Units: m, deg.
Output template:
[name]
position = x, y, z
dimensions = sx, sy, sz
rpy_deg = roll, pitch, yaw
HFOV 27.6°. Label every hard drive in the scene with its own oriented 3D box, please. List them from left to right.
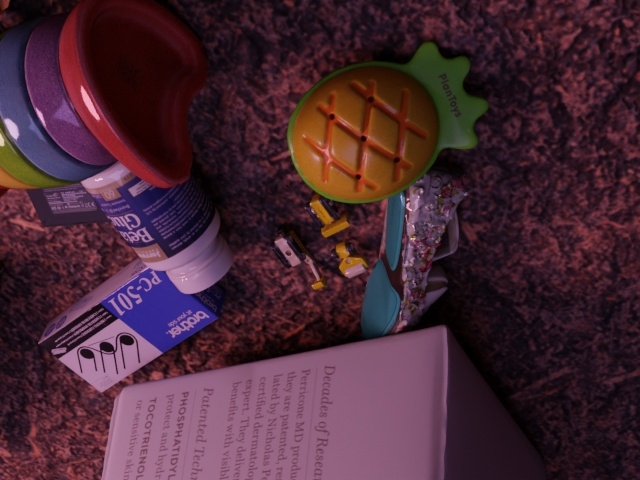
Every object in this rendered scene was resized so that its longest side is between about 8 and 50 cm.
[hard drive]
position = -0.266, -0.075, 1.342
dimensions = 0.094, 0.022, 0.135
rpy_deg = -4, 128, 17

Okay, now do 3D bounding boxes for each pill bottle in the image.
[pill bottle]
position = -0.159, -0.029, 1.307
dimensions = 0.094, 0.094, 0.169
rpy_deg = -19, 122, 26

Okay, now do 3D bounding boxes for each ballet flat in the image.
[ballet flat]
position = 0.097, 0.022, 1.303
dimensions = 0.077, 0.091, 0.241
rpy_deg = -5, 137, -15

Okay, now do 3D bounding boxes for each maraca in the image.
[maraca]
position = 0.060, -0.107, 1.192
dimensions = 0.186, 0.099, 0.127
rpy_deg = -24, 102, 9

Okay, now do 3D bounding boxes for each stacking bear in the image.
[stacking bear]
position = -0.272, -0.113, 1.212
dimensions = 0.289, 0.175, 0.164
rpy_deg = -17, 141, 31

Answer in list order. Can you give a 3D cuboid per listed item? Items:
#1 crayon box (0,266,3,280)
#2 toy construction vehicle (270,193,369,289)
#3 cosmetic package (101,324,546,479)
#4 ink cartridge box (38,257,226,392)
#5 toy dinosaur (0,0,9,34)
[crayon box]
position = -0.575, 0.103, 1.508
dimensions = 0.363, 0.106, 0.313
rpy_deg = 21, 132, -3
[toy construction vehicle]
position = 0.000, 0.000, 1.338
dimensions = 0.086, 0.035, 0.098
rpy_deg = -28, 114, 25
[cosmetic package]
position = 0.009, 0.336, 1.375
dimensions = 0.394, 0.327, 0.329
rpy_deg = -13, 140, 23
[ink cartridge box]
position = -0.210, 0.087, 1.447
dimensions = 0.207, 0.046, 0.097
rpy_deg = -33, 116, 33
[toy dinosaur]
position = -0.349, -0.253, 1.166
dimensions = 0.322, 0.164, 0.218
rpy_deg = -38, 129, 15
